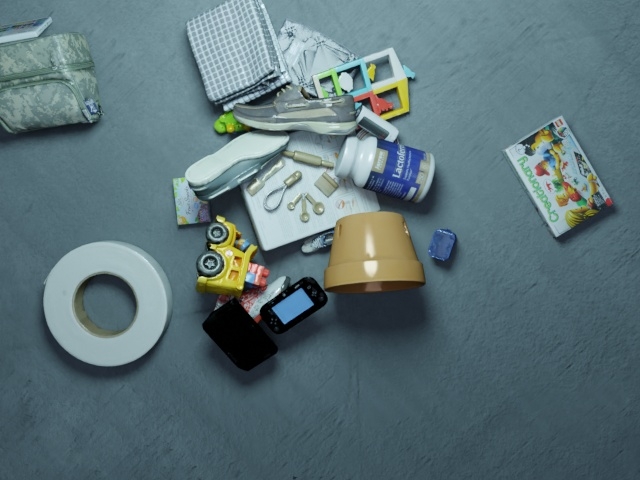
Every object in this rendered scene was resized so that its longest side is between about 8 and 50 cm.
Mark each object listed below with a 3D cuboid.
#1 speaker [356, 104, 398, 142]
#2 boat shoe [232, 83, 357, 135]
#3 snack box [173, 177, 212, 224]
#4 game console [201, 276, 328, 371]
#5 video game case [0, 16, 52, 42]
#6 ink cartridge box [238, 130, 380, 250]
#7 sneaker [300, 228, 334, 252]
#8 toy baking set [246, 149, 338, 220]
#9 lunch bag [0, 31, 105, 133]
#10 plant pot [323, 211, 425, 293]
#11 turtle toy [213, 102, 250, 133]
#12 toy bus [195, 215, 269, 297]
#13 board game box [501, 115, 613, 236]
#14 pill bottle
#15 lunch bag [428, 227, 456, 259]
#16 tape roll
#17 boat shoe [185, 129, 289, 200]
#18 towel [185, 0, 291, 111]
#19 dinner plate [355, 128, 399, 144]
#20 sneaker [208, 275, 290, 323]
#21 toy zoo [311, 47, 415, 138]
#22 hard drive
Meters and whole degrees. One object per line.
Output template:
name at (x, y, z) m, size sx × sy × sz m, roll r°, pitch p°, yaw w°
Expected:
speaker at (0.160, -0.336, 1.741) m, size 0.136 × 0.055 × 0.055 m, roll 29°, pitch 96°, yaw -21°
boat shoe at (-0.069, -0.375, 1.688) m, size 0.355 × 0.132 × 0.130 m, roll 5°, pitch 106°, yaw 1°
snack box at (-0.391, -0.123, 1.831) m, size 0.100 × 0.037 × 0.141 m, roll -5°, pitch 95°, yaw 4°
game console at (-0.153, 0.223, 1.761) m, size 0.361 × 0.044 × 0.213 m, roll -35°, pitch 108°, yaw 11°
video game case at (-0.885, -0.615, 1.756) m, size 0.157 × 0.143 × 0.019 m, roll -9°, pitch 126°, yaw 3°
ink cartridge box at (-0.047, -0.173, 1.811) m, size 0.385 × 0.091 × 0.308 m, roll -19°, pitch 94°, yaw -13°
sneaker at (0.000, 0.000, 1.819) m, size 0.135 × 0.058 × 0.052 m, roll -25°, pitch 94°, yaw 5°
toy baking set at (-0.075, -0.167, 1.743) m, size 0.256 × 0.030 × 0.197 m, roll 18°, pitch 86°, yaw -12°
lunch bag at (-0.804, -0.453, 1.738) m, size 0.305 × 0.212 × 0.256 m, roll -9°, pitch 111°, yaw 3°
plant pot at (0.147, 0.037, 1.724) m, size 0.290 × 0.291 × 0.204 m, roll -4°, pitch 79°, yaw 2°
turtle toy at (-0.258, -0.357, 1.789) m, size 0.130 × 0.066 × 0.095 m, roll -11°, pitch 71°, yaw 5°
toy bus at (-0.252, 0.060, 1.770) m, size 0.211 × 0.149 × 0.220 m, roll 13°, pitch 69°, yaw -5°
board game box at (0.702, -0.189, 1.780) m, size 0.193 × 0.053 × 0.305 m, roll -32°, pitch 94°, yaw 5°
pill bottle at (0.183, -0.211, 1.730) m, size 0.264 × 0.153 × 0.153 m, roll 14°, pitch 96°, yaw -8°
lunch bag at (0.369, 0.008, 1.805) m, size 0.067 × 0.065 × 0.098 m, roll 21°, pitch 97°, yaw 15°
tape roll at (-0.656, 0.193, 1.853) m, size 0.392 × 0.072 × 0.392 m, roll 0°, pitch 95°, yaw 3°
boat shoe at (-0.226, -0.215, 1.693) m, size 0.319 × 0.099 × 0.116 m, roll -30°, pitch 49°, yaw -18°
towel at (-0.241, -0.541, 1.708) m, size 0.235 × 0.121 × 0.284 m, roll -21°, pitch 81°, yaw 13°
dinner plate at (0.166, -0.278, 1.801) m, size 0.141 × 0.017 × 0.141 m, roll -1°, pitch 100°, yaw -4°
sneaker at (-0.224, 0.179, 1.827) m, size 0.145 × 0.090 × 0.270 m, roll 41°, pitch 98°, yaw -5°
toy zoo at (0.139, -0.437, 1.749) m, size 0.293 × 0.030 × 0.192 m, roll -20°, pitch 111°, yaw -4°
hard drive at (-0.023, -0.524, 1.772) m, size 0.254 × 0.054 × 0.172 m, roll 27°, pitch 96°, yaw -2°
